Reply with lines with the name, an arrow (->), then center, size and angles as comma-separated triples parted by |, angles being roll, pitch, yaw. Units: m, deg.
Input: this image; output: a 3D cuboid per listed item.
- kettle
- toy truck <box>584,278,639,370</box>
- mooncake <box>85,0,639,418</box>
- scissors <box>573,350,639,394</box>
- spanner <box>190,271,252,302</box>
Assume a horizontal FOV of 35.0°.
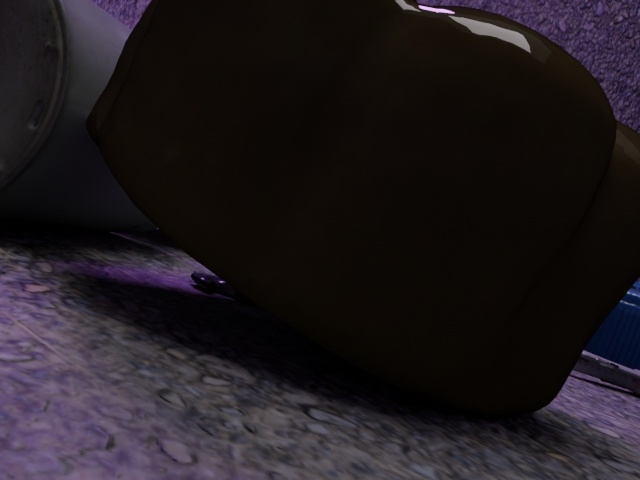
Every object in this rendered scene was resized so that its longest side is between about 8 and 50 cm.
kettle -> -0.324, -0.122, 1.055 | 0.361, 0.250, 0.377 | -11, -8, 16
toy truck -> 0.327, 0.083, 1.444 | 0.385, 0.161, 0.162 | 19, 12, 5
mooncake -> 0.049, -0.069, 0.852 | 0.467, 0.262, 0.467 | 31, 6, -4
scissors -> 0.419, 0.185, 1.283 | 0.242, 0.030, 0.118 | 20, 2, -10
spanner -> -0.079, 0.043, 1.111 | 0.071, 0.017, 0.302 | 18, 4, 6
